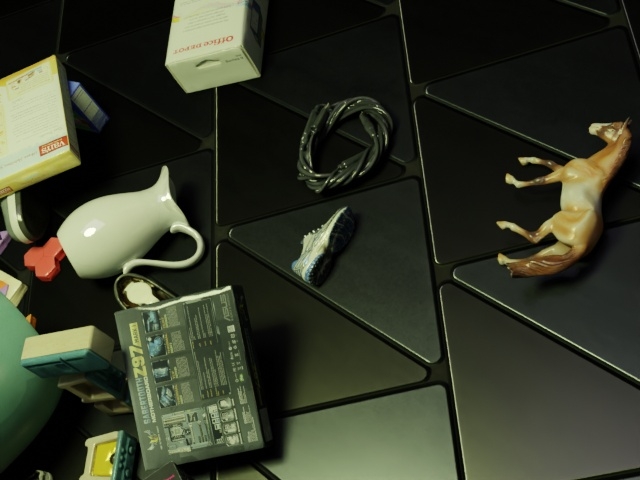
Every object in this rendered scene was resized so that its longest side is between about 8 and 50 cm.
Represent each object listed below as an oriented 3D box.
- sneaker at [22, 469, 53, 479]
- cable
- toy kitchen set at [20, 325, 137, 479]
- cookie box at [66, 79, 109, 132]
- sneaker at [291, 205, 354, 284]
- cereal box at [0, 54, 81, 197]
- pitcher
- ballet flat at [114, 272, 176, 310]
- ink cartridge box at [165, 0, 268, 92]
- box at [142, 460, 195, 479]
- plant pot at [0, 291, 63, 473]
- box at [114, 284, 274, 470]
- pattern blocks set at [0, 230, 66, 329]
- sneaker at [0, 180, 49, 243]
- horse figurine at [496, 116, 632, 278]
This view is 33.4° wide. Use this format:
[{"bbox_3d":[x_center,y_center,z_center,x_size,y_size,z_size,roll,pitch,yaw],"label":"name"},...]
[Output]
[{"bbox_3d":[-0.441,0.373,1.593,0.083,0.037,0.032,-44,54,-5],"label":"sneaker"},{"bbox_3d":[0.036,-0.149,1.714,0.150,0.047,0.185,7,60,23],"label":"cable"},{"bbox_3d":[-0.319,0.244,1.505,0.122,0.207,0.166,-12,56,25],"label":"toy kitchen set"},{"bbox_3d":[-0.455,-0.249,1.960,0.091,0.107,0.040,15,66,32],"label":"cookie box"},{"bbox_3d":[0.000,0.000,1.624,0.058,0.052,0.135,20,69,38],"label":"sneaker"},{"bbox_3d":[-0.513,-0.197,1.852,0.173,0.047,0.240,-22,54,6],"label":"cereal box"},{"bbox_3d":[-0.305,-0.002,1.733,0.207,0.125,0.178,-28,66,-8],"label":"pitcher"},{"bbox_3d":[-0.225,0.132,1.611,0.280,0.096,0.095,30,72,36],"label":"ballet flat"},{"bbox_3d":[-0.185,-0.386,1.934,0.154,0.093,0.212,-10,54,20],"label":"ink cartridge box"},{"bbox_3d":[-0.232,0.431,1.378,0.247,0.163,0.142,-34,48,0],"label":"box"},{"bbox_3d":[-0.527,0.212,1.594,0.235,0.293,0.293,-38,50,-22],"label":"plant pot"},{"bbox_3d":[-0.178,0.193,1.506,0.183,0.059,0.233,-14,84,12],"label":"box"},{"bbox_3d":[-0.594,0.124,1.833,0.285,0.026,0.325,6,62,28],"label":"pattern blocks set"},{"bbox_3d":[-0.594,-0.084,1.903,0.178,0.124,0.296,-24,45,4],"label":"sneaker"},{"bbox_3d":[0.337,-0.047,1.490,0.174,0.066,0.263,-1,57,31],"label":"horse figurine"}]
